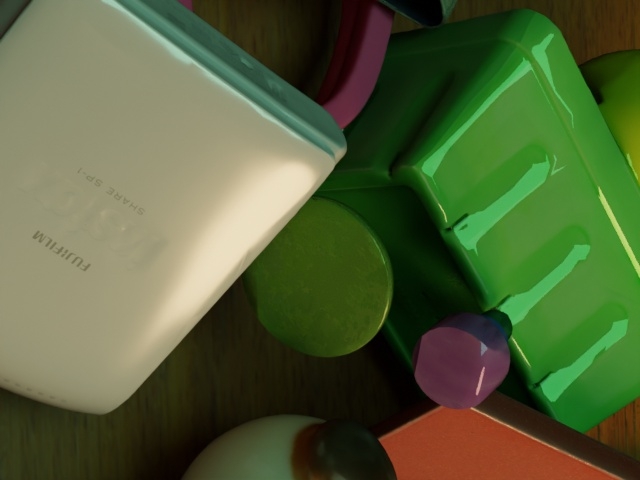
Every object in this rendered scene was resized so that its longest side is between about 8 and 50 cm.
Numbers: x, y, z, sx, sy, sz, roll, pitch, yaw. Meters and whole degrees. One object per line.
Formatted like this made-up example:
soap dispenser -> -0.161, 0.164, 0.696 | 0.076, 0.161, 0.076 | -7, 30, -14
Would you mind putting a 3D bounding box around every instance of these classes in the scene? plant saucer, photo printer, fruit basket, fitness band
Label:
plant saucer -> 0.139, 0.205, 1.227 | 0.258, 0.259, 0.048 | 27, 53, -22
photo printer -> -0.173, -0.029, 1.012 | 0.256, 0.107, 0.307 | 36, 108, -24
fruit basket -> 0.211, -0.050, 1.280 | 0.392, 0.283, 0.392 | 1, 89, -38
fitness band -> -0.037, -0.200, 1.183 | 0.209, 0.054, 0.291 | 35, 50, -25

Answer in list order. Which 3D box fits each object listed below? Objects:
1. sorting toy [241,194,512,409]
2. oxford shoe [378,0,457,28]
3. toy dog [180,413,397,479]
sorting toy -> 0.000, 0.000, 1.141 | 0.126, 0.365, 0.127 | -32, 149, -58
oxford shoe -> -0.011, -0.283, 1.133 | 0.348, 0.123, 0.130 | 22, 63, -28
toy dog -> -0.106, 0.297, 1.075 | 0.408, 0.284, 0.395 | -35, 84, -33
